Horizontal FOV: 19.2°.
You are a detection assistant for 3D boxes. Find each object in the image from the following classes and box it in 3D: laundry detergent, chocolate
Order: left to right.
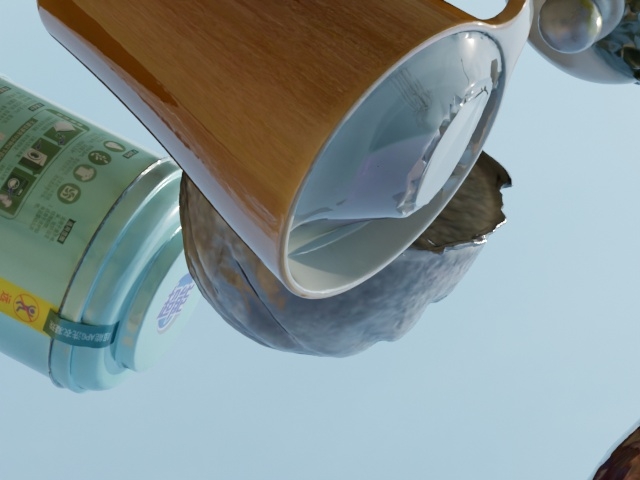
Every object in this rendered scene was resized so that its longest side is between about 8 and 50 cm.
[{"bbox_3d":[-0.291,0.001,2.106,0.305,0.287,0.287,27,-135,12],"label":"laundry detergent"},{"bbox_3d":[0.000,0.000,1.730,0.303,0.213,0.303,15,-147,-10],"label":"chocolate"}]

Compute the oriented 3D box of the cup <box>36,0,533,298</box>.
[{"bbox_3d":[-0.016,-0.117,1.076,0.264,0.182,0.226,39,-101,24],"label":"cup"}]

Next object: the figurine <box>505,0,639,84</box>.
[{"bbox_3d":[0.187,-0.265,1.516,0.186,0.382,0.261,-12,-132,53],"label":"figurine"}]

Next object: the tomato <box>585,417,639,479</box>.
[{"bbox_3d":[0.239,0.209,1.252,0.335,0.176,0.289,-52,-170,-14],"label":"tomato"}]
